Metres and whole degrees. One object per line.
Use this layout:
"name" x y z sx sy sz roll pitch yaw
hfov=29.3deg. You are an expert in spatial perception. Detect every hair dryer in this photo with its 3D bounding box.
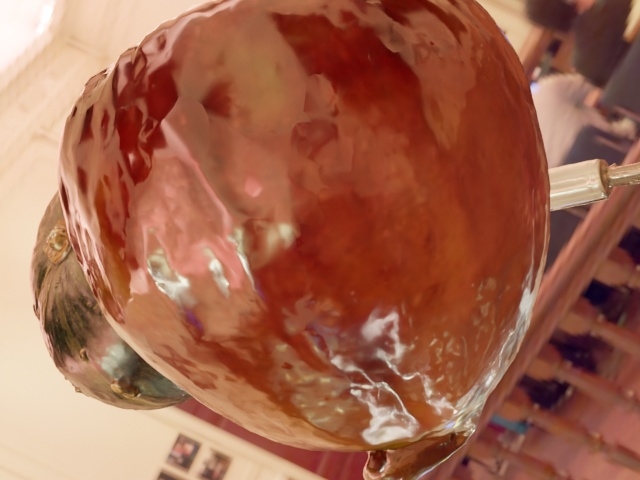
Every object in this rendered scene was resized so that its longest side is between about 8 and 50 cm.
"hair dryer" 0.255 -0.045 1.501 0.107 0.357 0.173 7 -106 -55

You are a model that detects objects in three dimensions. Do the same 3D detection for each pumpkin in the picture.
"pumpkin" -0.109 0.017 0.806 0.146 0.190 0.190 13 -73 -47

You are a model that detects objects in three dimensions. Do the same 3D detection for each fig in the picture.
"fig" -0.002 -0.012 0.577 0.263 0.224 0.224 57 -131 -45
